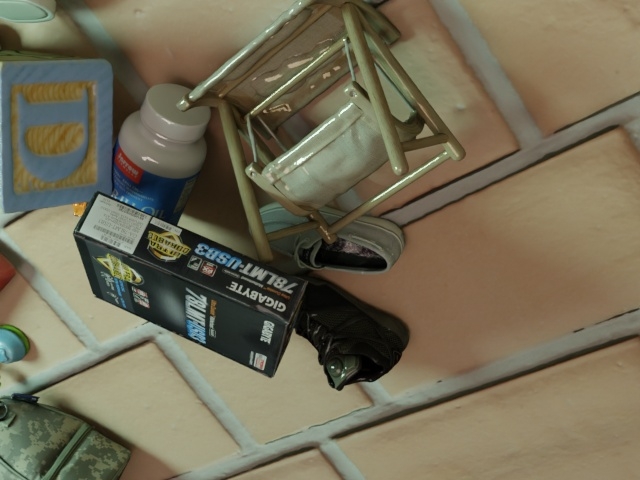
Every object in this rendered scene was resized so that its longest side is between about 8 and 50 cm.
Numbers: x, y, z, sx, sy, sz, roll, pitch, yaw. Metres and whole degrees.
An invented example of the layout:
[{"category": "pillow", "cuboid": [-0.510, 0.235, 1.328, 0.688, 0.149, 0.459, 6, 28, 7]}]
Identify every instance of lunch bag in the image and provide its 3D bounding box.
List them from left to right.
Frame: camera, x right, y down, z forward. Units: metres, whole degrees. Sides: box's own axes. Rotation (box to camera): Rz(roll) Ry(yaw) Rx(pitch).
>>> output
[{"category": "lunch bag", "cuboid": [-0.504, 0.431, 2.016, 0.256, 0.212, 0.305, 29, 127, -1]}]

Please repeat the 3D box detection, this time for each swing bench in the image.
[{"category": "swing bench", "cuboid": [-0.003, -0.146, 1.467, 0.253, 0.165, 0.255, -33, 81, 35]}]

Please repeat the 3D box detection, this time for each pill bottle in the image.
[{"category": "pill bottle", "cuboid": [-0.230, -0.105, 1.613, 0.124, 0.124, 0.221, 28, 127, 1]}]

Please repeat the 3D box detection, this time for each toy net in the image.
[{"category": "toy net", "cuboid": [-0.610, 0.146, 1.975, 0.232, 0.045, 0.122, 39, 128, -5]}]

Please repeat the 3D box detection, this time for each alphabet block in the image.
[{"category": "alphabet block", "cuboid": [-0.410, -0.152, 1.551, 0.197, 0.192, 0.194, 12, 104, 37]}]

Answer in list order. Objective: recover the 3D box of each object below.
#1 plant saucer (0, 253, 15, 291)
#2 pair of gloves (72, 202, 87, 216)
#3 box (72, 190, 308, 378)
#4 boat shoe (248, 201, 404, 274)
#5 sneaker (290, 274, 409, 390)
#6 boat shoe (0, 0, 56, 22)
[{"category": "plant saucer", "cuboid": [-0.660, 0.046, 1.885, 0.258, 0.048, 0.259, 44, 118, -4]}, {"category": "pair of gloves", "cuboid": [-0.391, -0.073, 1.765, 0.083, 0.010, 0.074, 16, 126, 11]}, {"category": "box", "cuboid": [-0.173, 0.067, 1.563, 0.293, 0.073, 0.295, 25, 160, 2]}, {"category": "boat shoe", "cuboid": [0.001, 0.001, 1.622, 0.227, 0.081, 0.079, 8, 124, 15]}, {"category": "sneaker", "cuboid": [0.007, 0.133, 1.681, 0.227, 0.130, 0.087, 27, 126, 5]}, {"category": "boat shoe", "cuboid": [-0.481, -0.351, 1.568, 0.302, 0.091, 0.114, 7, 168, 15]}]
